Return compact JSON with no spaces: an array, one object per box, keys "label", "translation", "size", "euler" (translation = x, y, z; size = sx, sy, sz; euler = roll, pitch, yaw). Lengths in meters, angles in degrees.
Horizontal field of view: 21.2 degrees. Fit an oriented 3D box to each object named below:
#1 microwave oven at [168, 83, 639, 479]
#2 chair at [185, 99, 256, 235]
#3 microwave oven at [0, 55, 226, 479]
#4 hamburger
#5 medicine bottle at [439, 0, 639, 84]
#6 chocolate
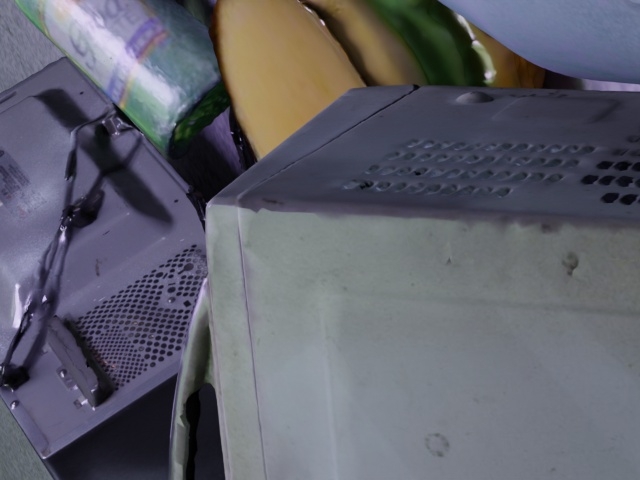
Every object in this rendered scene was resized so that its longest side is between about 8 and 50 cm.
[{"label":"microwave oven","translation":[0.130,0.135,0.838],"size":[0.333,0.247,0.394],"euler":[3,110,24]},{"label":"chair","translation":[0.000,0.000,1.277],"size":[0.149,0.174,0.213],"euler":[112,144,-53]},{"label":"microwave oven","translation":[-0.189,0.085,1.561],"size":[0.432,0.236,0.374],"euler":[46,165,42]},{"label":"hamburger","translation":[0.047,-0.106,1.096],"size":[0.237,0.149,0.237],"euler":[48,156,29]},{"label":"medicine bottle","translation":[0.147,-0.173,0.698],"size":[0.290,0.245,0.245],"euler":[45,147,43]},{"label":"chocolate","translation":[-0.200,-0.204,1.482],"size":[0.291,0.110,0.110],"euler":[41,152,7]}]
